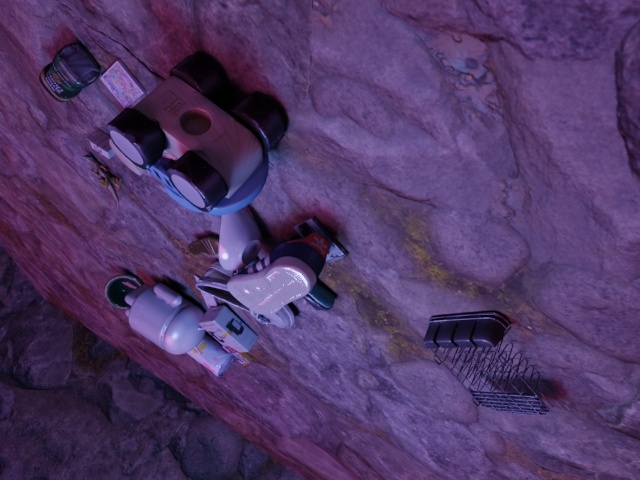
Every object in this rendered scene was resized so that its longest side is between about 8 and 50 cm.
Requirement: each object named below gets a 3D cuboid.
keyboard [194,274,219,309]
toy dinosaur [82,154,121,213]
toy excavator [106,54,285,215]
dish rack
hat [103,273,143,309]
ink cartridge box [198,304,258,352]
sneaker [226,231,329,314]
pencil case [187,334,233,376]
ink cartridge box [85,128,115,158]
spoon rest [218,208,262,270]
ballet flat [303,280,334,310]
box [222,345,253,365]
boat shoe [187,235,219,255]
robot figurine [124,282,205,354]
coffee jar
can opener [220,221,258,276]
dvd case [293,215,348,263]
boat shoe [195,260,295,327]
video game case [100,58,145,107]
[{"bbox_3d":[-0.395,0.214,1.951,0.072,0.014,0.256,24,146,24],"label":"keyboard"},{"bbox_3d":[-0.650,-0.176,1.686,0.112,0.064,0.211,25,141,57],"label":"toy dinosaur"},{"bbox_3d":[-0.311,-0.184,1.183,0.433,0.222,0.445,36,158,7],"label":"toy excavator"},{"bbox_3d":[0.363,0.273,1.171,0.271,0.074,0.208,47,150,-17],"label":"dish rack"},{"bbox_3d":[-0.830,0.188,2.371,0.208,0.183,0.173,-39,112,17],"label":"hat"},{"bbox_3d":[-0.329,0.317,1.940,0.175,0.072,0.127,46,146,-20],"label":"ink cartridge box"},{"bbox_3d":[-0.095,0.072,1.288,0.131,0.148,0.350,45,146,-18],"label":"sneaker"},{"bbox_3d":[-0.486,0.440,2.247,0.273,0.113,0.124,33,176,9],"label":"pencil case"},{"bbox_3d":[-0.597,-0.266,1.506,0.083,0.048,0.028,33,149,13],"label":"ink cartridge box"},{"bbox_3d":[-0.192,-0.040,1.314,0.084,0.137,0.276,33,135,24],"label":"spoon rest"},{"bbox_3d":[-0.052,0.109,1.398,0.203,0.074,0.074,43,149,-11],"label":"ballet flat"},{"bbox_3d":[-0.335,0.441,2.170,0.136,0.028,0.081,40,150,-5],"label":"box"},{"bbox_3d":[-0.327,0.012,1.595,0.153,0.048,0.056,-11,111,44],"label":"boat shoe"},{"bbox_3d":[-0.580,0.301,2.077,0.354,0.200,0.299,26,130,20],"label":"robot figurine"},{"bbox_3d":[-0.609,-0.398,1.316,0.184,0.079,0.096,-5,128,50],"label":"coffee jar"},{"bbox_3d":[-0.216,0.019,1.470,0.093,0.074,0.280,-2,143,1],"label":"can opener"},{"bbox_3d":[0.000,0.000,1.253,0.119,0.013,0.087,47,148,-14],"label":"dvd case"},{"bbox_3d":[-0.221,0.177,1.630,0.320,0.103,0.118,31,148,14],"label":"boat shoe"},{"bbox_3d":[-0.461,-0.363,1.272,0.122,0.011,0.087,-8,126,51],"label":"video game case"}]
